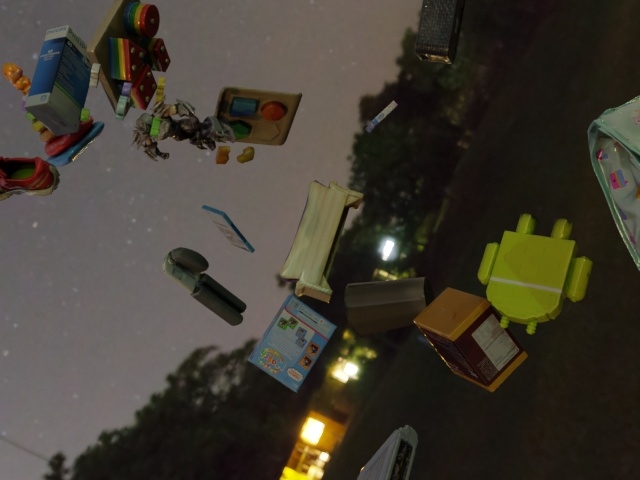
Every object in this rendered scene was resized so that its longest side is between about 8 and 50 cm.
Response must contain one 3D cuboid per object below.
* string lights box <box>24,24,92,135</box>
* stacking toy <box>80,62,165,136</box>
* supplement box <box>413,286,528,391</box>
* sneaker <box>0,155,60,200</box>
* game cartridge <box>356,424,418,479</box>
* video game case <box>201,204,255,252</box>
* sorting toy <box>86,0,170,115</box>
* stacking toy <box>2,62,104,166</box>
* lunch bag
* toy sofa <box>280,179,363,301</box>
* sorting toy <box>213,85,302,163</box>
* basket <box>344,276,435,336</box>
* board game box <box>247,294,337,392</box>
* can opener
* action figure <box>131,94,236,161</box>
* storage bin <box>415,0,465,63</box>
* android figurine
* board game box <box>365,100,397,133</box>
[{"bbox_3d":[-0.682,-0.424,2.103,0.133,0.076,0.260,53,-144,-55],"label":"string lights box"},{"bbox_3d":[-0.431,-0.312,1.752,0.221,0.166,0.052,-98,22,-51],"label":"stacking toy"},{"bbox_3d":[0.367,0.241,1.962,0.129,0.194,0.191,-42,17,-12],"label":"supplement box"},{"bbox_3d":[-0.798,-0.169,1.987,0.118,0.278,0.108,68,-164,-67],"label":"sneaker"},{"bbox_3d":[0.110,0.525,1.624,0.198,0.062,0.297,-60,-3,25],"label":"game cartridge"},{"bbox_3d":[-0.272,-0.034,2.344,0.015,0.119,0.166,-49,-52,-18],"label":"video game case"},{"bbox_3d":[-0.498,-0.505,2.140,0.255,0.089,0.257,80,-155,-57],"label":"sorting toy"},{"bbox_3d":[-0.760,-0.367,2.191,0.175,0.302,0.166,-9,38,46],"label":"stacking toy"},{"bbox_3d":[0.558,-0.115,1.238,0.223,0.262,0.160,-27,1,-17],"label":"lunch bag"},{"bbox_3d":[0.000,0.000,2.530,0.150,0.177,0.363,103,-176,-76],"label":"toy sofa"},{"bbox_3d":[-0.191,-0.304,2.206,0.307,0.228,0.041,116,148,-53],"label":"sorting toy"},{"bbox_3d":[0.210,0.186,2.318,0.204,0.226,0.154,45,-141,-56],"label":"basket"},{"bbox_3d":[-0.076,0.279,2.157,0.212,0.160,0.039,-57,14,-16],"label":"board game box"},{"bbox_3d":[-0.283,0.116,2.030,0.095,0.283,0.076,-21,41,37],"label":"can opener"},{"bbox_3d":[-0.350,-0.276,1.980,0.185,0.099,0.285,-33,-17,33],"label":"action figure"},{"bbox_3d":[0.294,-0.532,1.938,0.122,0.084,0.180,-2,-79,-73],"label":"storage bin"},{"bbox_3d":[0.475,0.075,1.785,0.056,0.248,0.273,40,-117,-54],"label":"android figurine"},{"bbox_3d":[0.171,-0.345,2.229,0.090,0.020,0.090,-45,0,-8],"label":"board game box"}]
